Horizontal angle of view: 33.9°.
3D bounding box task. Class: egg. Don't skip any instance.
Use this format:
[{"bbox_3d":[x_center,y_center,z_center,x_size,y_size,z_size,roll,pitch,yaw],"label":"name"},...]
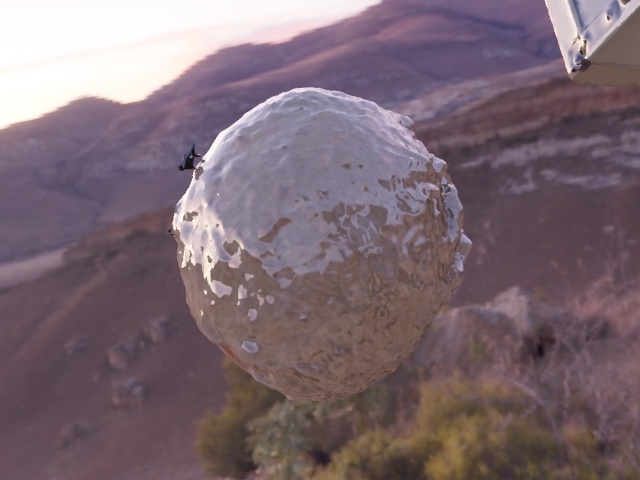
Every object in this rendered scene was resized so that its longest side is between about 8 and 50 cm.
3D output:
[{"bbox_3d":[0.000,0.000,0.970,0.279,0.310,0.279,8,-30,5],"label":"egg"}]

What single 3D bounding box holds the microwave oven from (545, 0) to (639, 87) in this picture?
[{"bbox_3d":[0.174,-0.213,0.459,0.145,0.241,0.194,0,-26,-20],"label":"microwave oven"}]
